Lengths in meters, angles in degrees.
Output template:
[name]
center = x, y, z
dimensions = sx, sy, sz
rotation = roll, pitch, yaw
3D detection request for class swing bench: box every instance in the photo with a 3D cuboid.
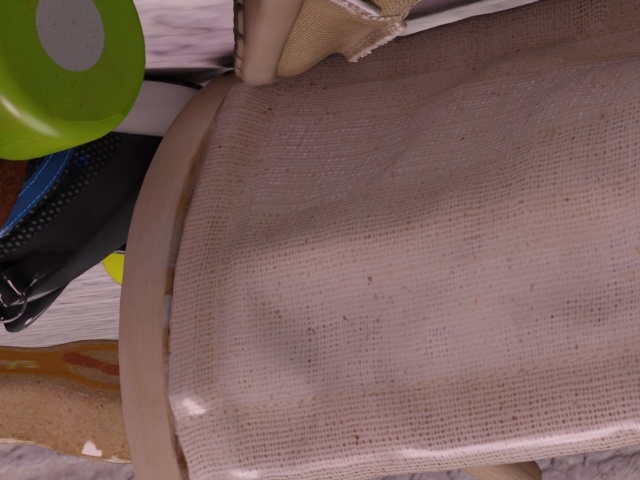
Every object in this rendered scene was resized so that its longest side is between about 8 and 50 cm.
[swing bench]
center = 0.105, -0.004, 0.652
dimensions = 0.253, 0.165, 0.254
rotation = -10, 170, 32

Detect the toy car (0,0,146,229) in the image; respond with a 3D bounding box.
[toy car]
center = -0.128, 0.034, 0.472
dimensions = 0.155, 0.188, 0.149
rotation = -12, 174, 42

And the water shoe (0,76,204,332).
[water shoe]
center = -0.114, -0.009, 0.651
dimensions = 0.203, 0.080, 0.073
rotation = -6, 174, -30

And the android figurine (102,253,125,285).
[android figurine]
center = 0.000, 0.000, 1.134
dimensions = 0.248, 0.056, 0.273
rotation = -8, 176, 1

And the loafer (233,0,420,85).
[loafer]
center = 0.008, -0.062, 0.368
dimensions = 0.050, 0.056, 0.148
rotation = -2, 175, -2

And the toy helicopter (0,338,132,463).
[toy helicopter]
center = -0.235, 0.064, 0.936
dimensions = 0.355, 0.140, 0.235
rotation = 4, -165, -14
